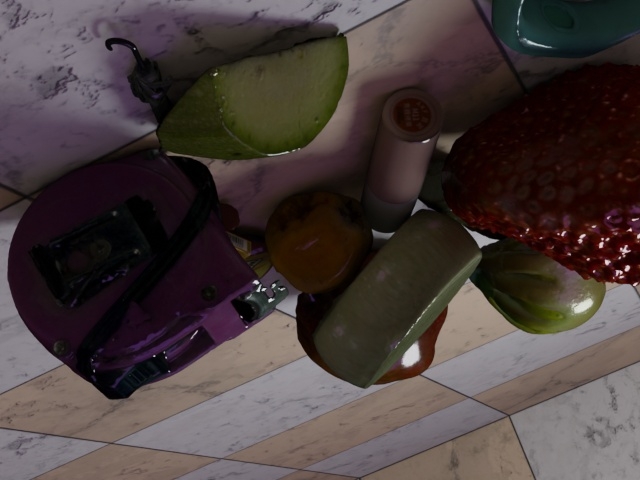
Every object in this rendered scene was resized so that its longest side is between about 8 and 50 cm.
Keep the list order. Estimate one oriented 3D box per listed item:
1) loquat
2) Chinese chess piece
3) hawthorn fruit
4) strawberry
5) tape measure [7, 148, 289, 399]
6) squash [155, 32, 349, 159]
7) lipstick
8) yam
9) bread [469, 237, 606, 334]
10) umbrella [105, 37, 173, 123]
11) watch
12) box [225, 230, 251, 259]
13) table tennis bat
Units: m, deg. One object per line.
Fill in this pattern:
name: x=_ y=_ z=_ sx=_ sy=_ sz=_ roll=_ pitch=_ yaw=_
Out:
loquat: x=0.000 y=0.000 z=1.477 sx=0.137 sy=0.137 sz=0.113 roll=-30 pitch=165 yaw=25
Chinese chess piece: x=0.098 y=0.074 z=1.521 sx=0.250 sy=0.101 sz=0.250 roll=-48 pitch=171 yaw=-11
hawthorn fruit: x=0.056 y=0.104 z=1.731 sx=0.248 sy=0.208 sz=0.208 roll=21 pitch=138 yaw=-34
strawberry: x=0.317 y=-0.079 z=1.398 sx=0.351 sy=0.267 sz=0.312 roll=1 pitch=-174 yaw=-10
tape measure: x=-0.191 y=0.027 z=1.218 sx=0.245 sy=0.231 sz=0.149 roll=-36 pitch=158 yaw=-6
squash: x=-0.061 y=-0.107 z=1.151 sx=0.192 sy=0.085 sz=0.184 roll=-21 pitch=166 yaw=-38
lipstick: x=0.093 y=-0.088 z=1.413 sx=0.070 sy=0.070 sz=0.254 roll=-16 pitch=159 yaw=-11
yam: x=0.233 y=-0.045 z=1.658 sx=0.083 sy=0.083 sz=0.371 roll=-30 pitch=157 yaw=25
bread: x=0.310 y=0.059 z=1.661 sx=0.158 sy=0.156 sz=0.260 roll=-25 pitch=157 yaw=-10
umbrella: x=-0.148 y=-0.128 z=1.133 sx=0.044 sy=0.044 sz=0.269 roll=5 pitch=164 yaw=10
watch: x=0.276 y=-0.259 z=1.168 sx=0.237 sy=0.068 sz=0.195 roll=0 pitch=149 yaw=-36
box: x=-0.167 y=0.000 z=1.389 sx=0.156 sy=0.022 sz=0.089 roll=23 pitch=139 yaw=-34
table tennis bat: x=-0.149 y=0.029 z=1.543 sx=0.200 sy=0.038 sz=0.310 roll=-14 pitch=163 yaw=-18
